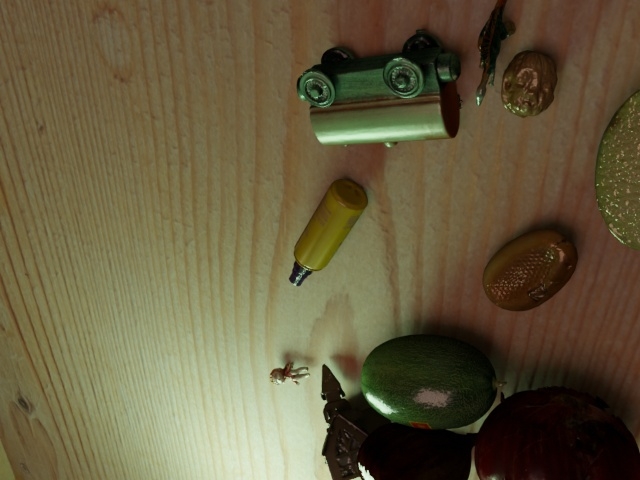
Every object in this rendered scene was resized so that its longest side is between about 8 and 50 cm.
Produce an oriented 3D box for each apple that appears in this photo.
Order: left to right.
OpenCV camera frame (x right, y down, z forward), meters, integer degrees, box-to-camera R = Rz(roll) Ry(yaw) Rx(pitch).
[{"bbox_3d":[0.482,-0.111,0.836,0.193,0.120,0.265,23,126,35],"label":"apple"}]

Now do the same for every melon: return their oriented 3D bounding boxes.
[{"bbox_3d":[0.213,0.270,1.194,0.287,0.182,0.182,-4,116,36],"label":"melon"}]

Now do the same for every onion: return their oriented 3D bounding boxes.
[{"bbox_3d":[0.411,0.385,1.081,0.276,0.276,0.276,16,125,24],"label":"onion"}]

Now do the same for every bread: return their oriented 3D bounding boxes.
[{"bbox_3d":[0.352,0.048,1.041,0.114,0.077,0.189,57,134,16],"label":"bread"}]

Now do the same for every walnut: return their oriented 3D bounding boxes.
[{"bbox_3d":[0.302,-0.225,0.901,0.082,0.079,0.096,-2,115,-11],"label":"walnut"}]

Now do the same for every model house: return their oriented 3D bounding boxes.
[{"bbox_3d":[0.064,0.394,1.412,0.176,0.181,0.248,-18,80,-2],"label":"model house"}]

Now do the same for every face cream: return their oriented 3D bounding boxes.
[{"bbox_3d":[0.000,0.000,1.229,0.078,0.078,0.273,38,131,7],"label":"face cream"}]

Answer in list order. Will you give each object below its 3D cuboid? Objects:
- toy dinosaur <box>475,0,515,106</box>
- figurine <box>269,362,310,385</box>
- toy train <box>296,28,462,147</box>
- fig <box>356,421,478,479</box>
[{"bbox_3d":[0.242,-0.292,0.878,0.044,0.106,0.187,22,128,19],"label":"toy dinosaur"},{"bbox_3d":[-0.071,0.322,1.497,0.109,0.047,0.064,-15,102,28],"label":"figurine"},{"bbox_3d":[0.096,-0.229,1.016,0.285,0.116,0.177,1,130,31],"label":"toy train"},{"bbox_3d":[0.241,0.441,1.242,0.217,0.320,0.217,162,90,-72],"label":"fig"}]
